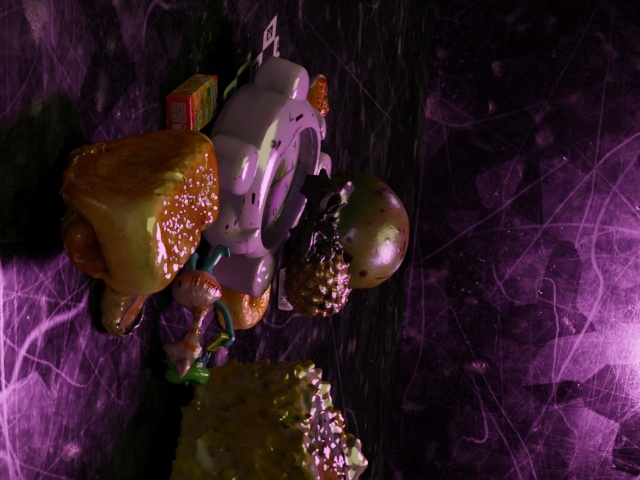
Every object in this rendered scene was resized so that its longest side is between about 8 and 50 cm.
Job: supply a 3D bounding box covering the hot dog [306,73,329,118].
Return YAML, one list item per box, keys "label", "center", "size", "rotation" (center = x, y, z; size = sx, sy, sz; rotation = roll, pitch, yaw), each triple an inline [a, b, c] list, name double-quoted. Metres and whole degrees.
- label: "hot dog"
  center: [-0.019, -0.251, 2.337]
  size: [0.191, 0.059, 0.108]
  rotation: [-71, 166, -50]

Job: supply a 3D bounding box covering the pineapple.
- label: "pineapple"
  center: [0.000, 0.000, 1.899]
  size: [0.119, 0.111, 0.237]
  rotation: [-103, -164, -60]

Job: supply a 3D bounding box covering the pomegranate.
- label: "pomegranate"
  center: [0.050, -0.017, 2.362]
  size: [0.306, 0.242, 0.243]
  rotation: [-7, 102, -68]

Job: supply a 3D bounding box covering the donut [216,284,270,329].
- label: "donut"
  center: [-0.128, 0.082, 2.017]
  size: [0.152, 0.058, 0.152]
  rotation: [7, 90, -74]

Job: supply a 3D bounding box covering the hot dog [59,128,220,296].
- label: "hot dog"
  center: [-0.219, -0.038, 1.378]
  size: [0.257, 0.153, 0.150]
  rotation: [-64, 151, -61]

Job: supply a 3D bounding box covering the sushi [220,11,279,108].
- label: "sushi"
  center: [-0.122, -0.208, 1.909]
  size: [0.280, 0.043, 0.193]
  rotation: [88, 27, -55]

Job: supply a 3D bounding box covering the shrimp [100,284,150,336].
- label: "shrimp"
  center: [-0.226, 0.000, 1.561]
  size: [0.117, 0.066, 0.262]
  rotation: [101, 13, -72]

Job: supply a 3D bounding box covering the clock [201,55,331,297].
- label: "clock"
  center: [-0.090, -0.102, 1.860]
  size: [0.322, 0.113, 0.296]
  rotation: [87, 28, -54]

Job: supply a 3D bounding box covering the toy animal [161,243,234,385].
- label: "toy animal"
  center: [-0.171, 0.108, 1.749]
  size: [0.100, 0.103, 0.208]
  rotation: [87, 10, -67]

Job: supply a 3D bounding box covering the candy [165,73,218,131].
- label: "candy"
  center: [-0.182, -0.192, 1.707]
  size: [0.122, 0.038, 0.062]
  rotation: [-56, 149, -63]

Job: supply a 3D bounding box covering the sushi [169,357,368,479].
- label: "sushi"
  center: [-0.070, 0.373, 1.865]
  size: [0.397, 0.240, 0.351]
  rotation: [70, 16, -46]

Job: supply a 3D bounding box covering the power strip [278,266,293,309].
- label: "power strip"
  center: [-0.047, 0.088, 2.399]
  size: [0.192, 0.035, 0.082]
  rotation: [-24, 120, -74]
